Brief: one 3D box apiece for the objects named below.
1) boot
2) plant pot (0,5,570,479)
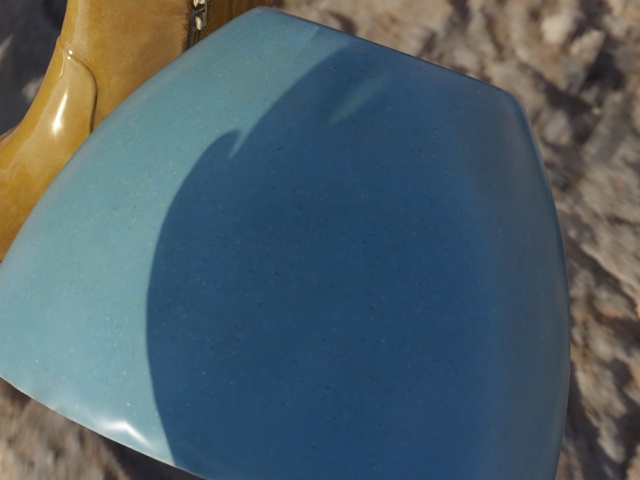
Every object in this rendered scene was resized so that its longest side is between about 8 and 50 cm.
[{"bbox_3d":[-0.164,-0.109,1.299,0.295,0.104,0.211,-26,147,-21],"label":"boot"},{"bbox_3d":[0.000,0.000,0.925,0.290,0.290,0.195,18,95,-8],"label":"plant pot"}]
